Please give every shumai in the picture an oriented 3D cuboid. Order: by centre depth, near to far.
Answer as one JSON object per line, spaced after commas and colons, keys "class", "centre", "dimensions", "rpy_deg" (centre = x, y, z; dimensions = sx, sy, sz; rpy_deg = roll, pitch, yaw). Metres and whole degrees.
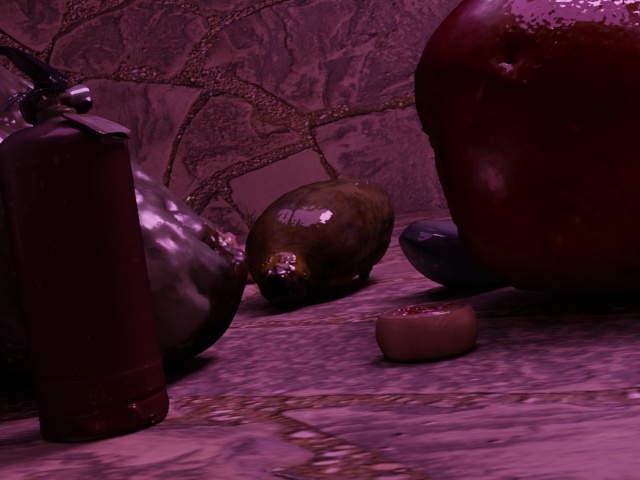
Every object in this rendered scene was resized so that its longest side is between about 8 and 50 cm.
{"class": "shumai", "centre": [-0.197, -0.007, 0.895], "dimensions": [0.264, 0.303, 0.309], "rpy_deg": [3, 10, 3]}

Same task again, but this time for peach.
{"class": "peach", "centre": [0.309, -0.109, 0.935], "dimensions": [0.417, 0.353, 0.339], "rpy_deg": [-14, -40, 0]}

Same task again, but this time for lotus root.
{"class": "lotus root", "centre": [0.000, 0.000, 1.294], "dimensions": [0.173, 0.173, 0.309], "rpy_deg": [-7, 11, 24]}

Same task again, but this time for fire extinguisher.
{"class": "fire extinguisher", "centre": [-0.174, 0.000, 0.693], "dimensions": [0.105, 0.268, 0.105], "rpy_deg": [-8, 4, 1]}

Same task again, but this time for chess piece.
{"class": "chess piece", "centre": [0.086, 0.073, 0.799], "dimensions": [0.084, 0.038, 0.083], "rpy_deg": [-10, 5, 1]}

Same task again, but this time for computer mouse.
{"class": "computer mouse", "centre": [0.183, 0.022, 1.164], "dimensions": [0.229, 0.068, 0.113], "rpy_deg": [3, 14, -37]}

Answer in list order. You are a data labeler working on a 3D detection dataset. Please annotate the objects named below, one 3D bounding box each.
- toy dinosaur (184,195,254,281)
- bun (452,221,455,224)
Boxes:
{"class": "toy dinosaur", "centre": [-0.173, 0.039, 1.547], "dimensions": [0.177, 0.152, 0.194], "rpy_deg": [30, 11, -6]}
{"class": "bun", "centre": [0.294, -0.054, 1.461], "dimensions": [0.244, 0.153, 0.244], "rpy_deg": [-13, 3, 1]}
